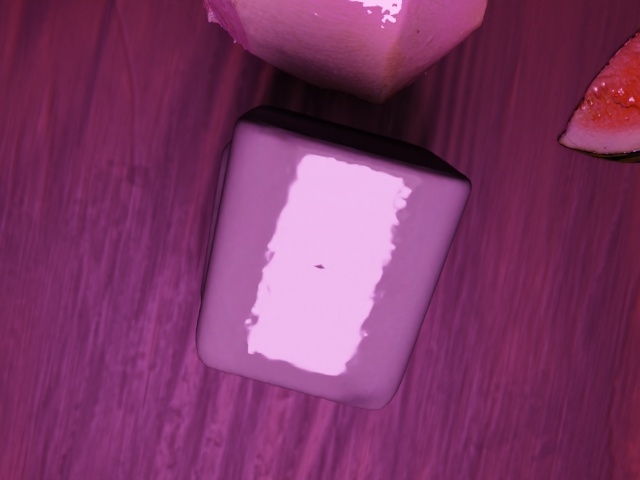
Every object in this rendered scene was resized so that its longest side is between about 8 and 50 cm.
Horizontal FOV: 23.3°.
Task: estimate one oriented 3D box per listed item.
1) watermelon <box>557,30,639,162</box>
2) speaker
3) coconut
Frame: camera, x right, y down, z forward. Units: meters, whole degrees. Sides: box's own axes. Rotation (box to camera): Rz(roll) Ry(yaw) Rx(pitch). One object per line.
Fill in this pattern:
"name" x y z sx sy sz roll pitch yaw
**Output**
"watermelon" 0.338 -0.154 1.456 0.119 0.063 0.245 45 96 15
"speaker" 0.000 0.000 1.277 0.183 0.406 0.184 14 96 -2
"coconut" 0.030 -0.242 1.362 0.245 0.233 0.233 20 92 -3
